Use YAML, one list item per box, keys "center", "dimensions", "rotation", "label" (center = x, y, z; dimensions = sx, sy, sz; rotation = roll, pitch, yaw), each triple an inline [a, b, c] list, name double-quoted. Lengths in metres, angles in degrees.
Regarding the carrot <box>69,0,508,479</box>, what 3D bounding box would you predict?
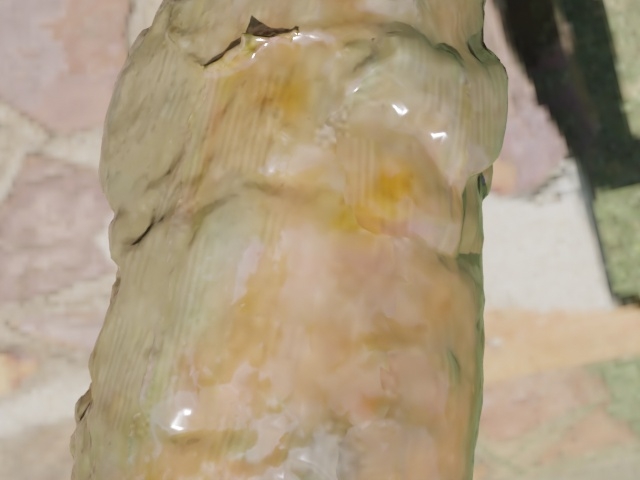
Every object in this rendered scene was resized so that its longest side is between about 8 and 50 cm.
- center: [0.000, 0.000, 0.410]
  dimensions: [0.102, 0.263, 0.102]
  rotation: [8, 175, 1]
  label: "carrot"
